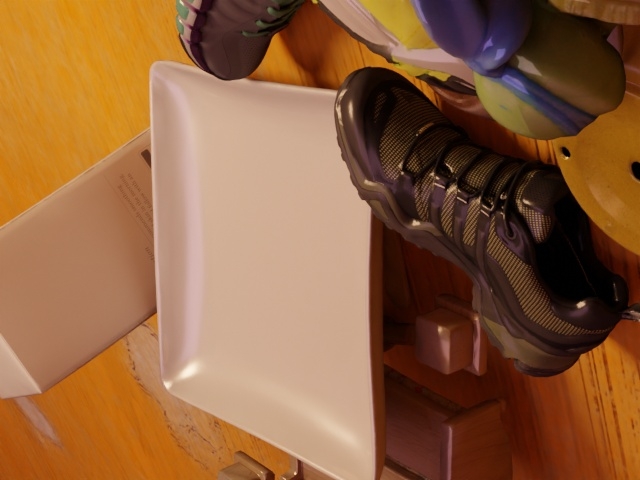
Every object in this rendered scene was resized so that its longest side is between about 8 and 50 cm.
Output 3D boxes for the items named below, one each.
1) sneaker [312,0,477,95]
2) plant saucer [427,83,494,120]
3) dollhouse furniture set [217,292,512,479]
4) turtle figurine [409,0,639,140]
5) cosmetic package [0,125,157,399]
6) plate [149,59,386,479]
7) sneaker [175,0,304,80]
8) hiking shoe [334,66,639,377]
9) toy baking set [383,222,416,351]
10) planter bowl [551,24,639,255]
[{"bbox_3d":[0.030,-0.239,0.590,0.147,0.145,0.385,-8,108,60],"label":"sneaker"},{"bbox_3d":[0.068,-0.138,0.775,0.168,0.029,0.168,56,161,31],"label":"plant saucer"},{"bbox_3d":[0.058,0.157,1.161,0.303,0.173,0.356,24,122,45],"label":"dollhouse furniture set"},{"bbox_3d":[0.165,-0.147,0.485,0.266,0.274,0.198,-61,30,19],"label":"turtle figurine"},{"bbox_3d":[-0.214,0.024,1.265,0.138,0.224,0.224,57,159,-6],"label":"cosmetic package"},{"bbox_3d":[-0.035,0.014,1.050,0.277,0.045,0.278,18,114,51],"label":"plate"},{"bbox_3d":[-0.032,-0.164,0.905,0.098,0.083,0.224,39,151,19],"label":"sneaker"},{"bbox_3d":[0.106,-0.028,0.858,0.227,0.086,0.114,48,141,-2],"label":"hiking shoe"},{"bbox_3d":[0.002,0.006,1.114,0.256,0.030,0.197,6,128,57],"label":"toy baking set"},{"bbox_3d":[0.176,-0.052,0.677,0.217,0.090,0.217,40,152,26],"label":"planter bowl"}]
